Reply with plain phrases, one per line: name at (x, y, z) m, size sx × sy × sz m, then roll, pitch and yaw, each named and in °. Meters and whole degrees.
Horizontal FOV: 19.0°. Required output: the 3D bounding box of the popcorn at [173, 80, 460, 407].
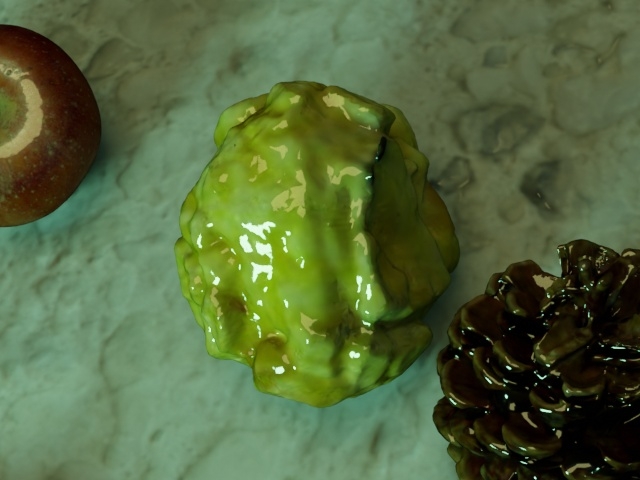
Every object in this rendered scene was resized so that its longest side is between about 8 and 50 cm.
popcorn at (0.000, 0.000, 1.686) m, size 0.252 × 0.215 × 0.286 m, roll -11°, pitch 97°, yaw -25°

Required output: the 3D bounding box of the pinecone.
pinecone at (0.208, 0.125, 1.568) m, size 0.243 × 0.257 × 0.243 m, roll 1°, pitch 71°, yaw -4°

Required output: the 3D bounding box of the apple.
apple at (-0.306, -0.108, 1.840) m, size 0.201 × 0.162 × 0.201 m, roll -2°, pitch 76°, yaw 7°
